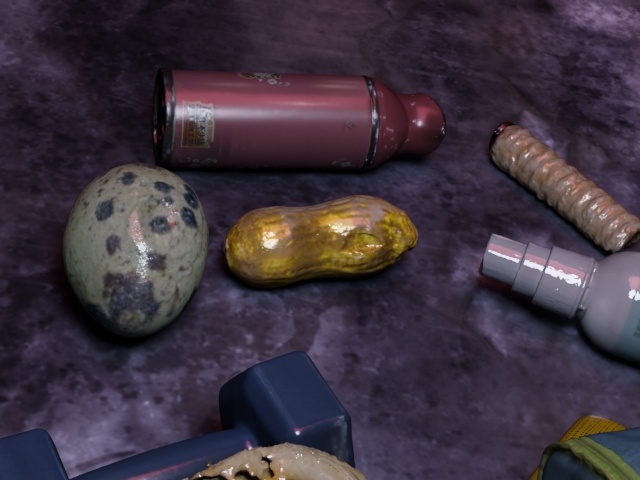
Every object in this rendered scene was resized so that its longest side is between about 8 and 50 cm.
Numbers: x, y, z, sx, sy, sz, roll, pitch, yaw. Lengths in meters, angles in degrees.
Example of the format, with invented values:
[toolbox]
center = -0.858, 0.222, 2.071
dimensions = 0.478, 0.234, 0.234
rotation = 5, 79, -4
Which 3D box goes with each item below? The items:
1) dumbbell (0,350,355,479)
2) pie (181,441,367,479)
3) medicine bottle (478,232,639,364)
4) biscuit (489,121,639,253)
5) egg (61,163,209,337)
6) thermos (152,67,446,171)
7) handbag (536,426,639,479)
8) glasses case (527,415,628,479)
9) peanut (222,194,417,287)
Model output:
[dumbbell]
center = -0.131, 0.197, 1.086
dimensions = 0.316, 0.157, 0.143
rotation = -14, 18, -27
[pie]
center = -0.026, 0.285, 1.001
dimensions = 0.274, 0.055, 0.274
rotation = 6, 72, -18
[medicine bottle]
center = 0.334, 0.071, 1.372
dimensions = 0.351, 0.110, 0.110
rotation = 19, 41, 7
[biscuit]
center = 0.278, -0.060, 1.547
dimensions = 0.061, 0.055, 0.219
rotation = -29, 55, -31
[egg]
center = -0.177, 0.010, 1.286
dimensions = 0.141, 0.141, 0.182
rotation = 6, 53, -8
[thermos]
center = -0.021, -0.129, 1.523
dimensions = 0.330, 0.136, 0.110
rotation = 0, 70, -14
[handbag]
center = 0.305, 0.267, 1.038
dimensions = 0.241, 0.263, 0.222
rotation = -3, 21, -18
[glasses case]
center = 0.215, 0.238, 1.192
dimensions = 0.079, 0.064, 0.234
rotation = 25, 43, 25
[peanut]
center = 0.000, 0.000, 1.385
dimensions = 0.206, 0.087, 0.087
rotation = -7, 45, -19
